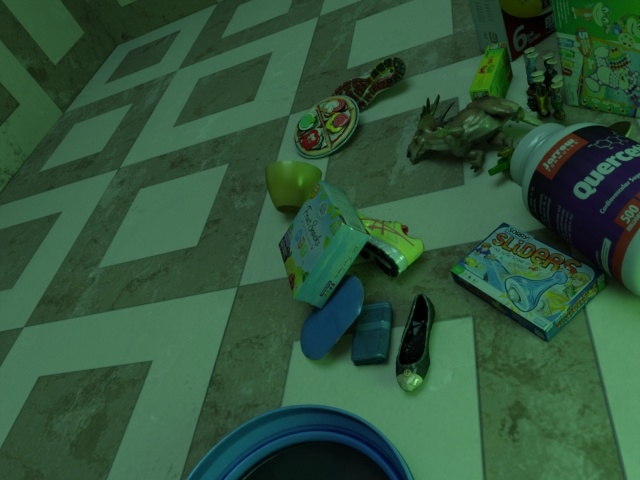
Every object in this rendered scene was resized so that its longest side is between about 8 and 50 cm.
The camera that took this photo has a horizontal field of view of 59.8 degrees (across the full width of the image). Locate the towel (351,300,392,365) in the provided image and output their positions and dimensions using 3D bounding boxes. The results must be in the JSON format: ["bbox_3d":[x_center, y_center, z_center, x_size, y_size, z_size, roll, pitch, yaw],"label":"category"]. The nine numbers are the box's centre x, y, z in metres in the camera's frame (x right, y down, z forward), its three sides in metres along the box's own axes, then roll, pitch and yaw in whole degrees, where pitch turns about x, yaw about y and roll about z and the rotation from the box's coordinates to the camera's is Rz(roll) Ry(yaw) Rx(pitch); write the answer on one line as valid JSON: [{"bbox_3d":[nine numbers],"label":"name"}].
[{"bbox_3d":[0.090,0.160,0.960,0.067,0.029,0.119,-12,42,25],"label":"towel"}]

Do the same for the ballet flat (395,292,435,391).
[{"bbox_3d":[0.150,0.163,0.902,0.058,0.049,0.173,-7,45,28],"label":"ballet flat"}]

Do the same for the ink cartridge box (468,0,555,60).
[{"bbox_3d":[0.517,-0.647,1.352,0.309,0.271,0.130,-36,39,-5],"label":"ink cartridge box"}]

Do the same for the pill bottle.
[{"bbox_3d":[0.441,-0.066,0.854,0.182,0.181,0.323,-32,39,-1],"label":"pill bottle"}]

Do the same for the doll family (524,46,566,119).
[{"bbox_3d":[0.469,-0.321,1.172,0.076,0.111,0.192,-8,49,23],"label":"doll family"}]

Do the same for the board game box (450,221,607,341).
[{"bbox_3d":[0.332,0.060,0.907,0.136,0.035,0.201,-40,40,-11],"label":"board game box"}]

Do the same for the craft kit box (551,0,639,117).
[{"bbox_3d":[0.560,-0.343,1.021,0.061,0.249,0.247,-44,40,-16],"label":"craft kit box"}]

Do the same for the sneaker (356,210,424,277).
[{"bbox_3d":[0.123,-0.007,1.090,0.094,0.081,0.208,-30,42,-15],"label":"sneaker"}]

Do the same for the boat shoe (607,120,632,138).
[{"bbox_3d":[0.525,-0.160,1.009,0.135,0.045,0.050,-50,34,-16],"label":"boat shoe"}]

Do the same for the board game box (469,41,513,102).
[{"bbox_3d":[0.392,-0.360,1.270,0.043,0.092,0.181,3,49,34],"label":"board game box"}]

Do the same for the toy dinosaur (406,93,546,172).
[{"bbox_3d":[0.322,-0.250,1.182,0.296,0.127,0.200,-17,34,8],"label":"toy dinosaur"}]

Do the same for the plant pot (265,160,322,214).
[{"bbox_3d":[-0.066,-0.115,1.292,0.134,0.134,0.095,-6,72,28],"label":"plant pot"}]

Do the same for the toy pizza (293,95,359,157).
[{"bbox_3d":[0.009,-0.307,1.470,0.201,0.032,0.201,-18,54,26],"label":"toy pizza"}]

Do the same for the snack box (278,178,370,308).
[{"bbox_3d":[0.000,0.000,1.077,0.174,0.070,0.207,-57,26,19],"label":"snack box"}]

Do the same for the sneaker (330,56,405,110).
[{"bbox_3d":[0.133,-0.418,1.522,0.225,0.088,0.092,-25,10,17],"label":"sneaker"}]

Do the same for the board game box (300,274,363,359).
[{"bbox_3d":[0.030,0.144,1.001,0.168,0.033,0.133,-52,25,10],"label":"board game box"}]

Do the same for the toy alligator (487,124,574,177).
[{"bbox_3d":[0.414,-0.174,1.091,0.190,0.056,0.051,-27,7,6],"label":"toy alligator"}]

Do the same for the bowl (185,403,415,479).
[{"bbox_3d":[-0.044,0.413,0.740,0.391,0.077,0.391,-18,40,16],"label":"bowl"}]
